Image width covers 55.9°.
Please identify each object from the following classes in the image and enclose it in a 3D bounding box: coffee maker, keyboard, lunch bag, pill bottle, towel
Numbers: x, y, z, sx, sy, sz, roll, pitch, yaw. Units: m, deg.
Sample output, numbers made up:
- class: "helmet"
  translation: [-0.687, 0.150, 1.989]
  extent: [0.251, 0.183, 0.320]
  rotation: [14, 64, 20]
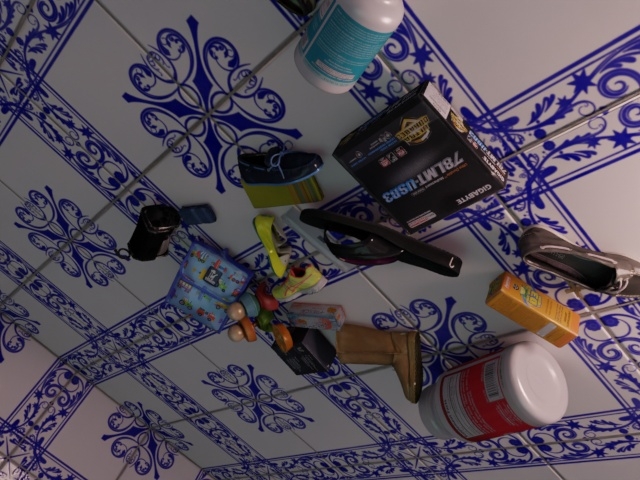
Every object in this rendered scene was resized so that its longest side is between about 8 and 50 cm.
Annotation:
- class: "coffee maker"
  translation: [-0.539, -0.016, 1.904]
  extent: [0.120, 0.171, 0.178]
  rotation: [44, 137, 8]
- class: "keyboard"
  translation: [0.000, 0.000, 1.741]
  extent: [0.256, 0.014, 0.072]
  rotation: [40, 132, -12]
- class: "lunch bag"
  translation: [-0.354, 0.130, 2.002]
  extent: [0.221, 0.138, 0.293]
  rotation: [31, 126, 0]
- class: "pill bottle"
  translation: [0.065, -0.424, 1.183]
  extent: [0.146, 0.146, 0.264]
  rotation: [36, 139, -8]
- class: "towel"
  translation: [-0.377, -0.079, 1.857]
  extent: [0.119, 0.029, 0.067]
  rotation: [-5, 128, 32]
- class: "towel"
  translation: [-0.107, -0.142, 1.655]
  extent: [0.237, 0.021, 0.102]
  rotation: [-4, 123, 33]
- class: "pill bottle"
  translation: [0.483, 0.457, 1.757]
  extent: [0.229, 0.229, 0.408]
  rotation: [40, 138, -12]

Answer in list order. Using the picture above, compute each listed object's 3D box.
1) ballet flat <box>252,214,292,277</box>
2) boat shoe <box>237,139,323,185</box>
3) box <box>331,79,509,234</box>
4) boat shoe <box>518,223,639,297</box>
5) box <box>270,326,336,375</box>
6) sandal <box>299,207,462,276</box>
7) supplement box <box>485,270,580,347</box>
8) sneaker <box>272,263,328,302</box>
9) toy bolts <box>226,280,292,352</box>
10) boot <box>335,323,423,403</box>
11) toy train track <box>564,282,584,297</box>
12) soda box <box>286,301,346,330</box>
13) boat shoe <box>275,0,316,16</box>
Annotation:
- class: "ballet flat"
  translation: [-0.129, 0.018, 1.787]
  extent: [0.077, 0.077, 0.231]
  rotation: [-10, 125, 15]
- class: "boat shoe"
  translation: [-0.117, -0.194, 1.544]
  extent: [0.258, 0.109, 0.089]
  rotation: [-6, 124, 31]
- class: "box"
  translation: [0.226, -0.178, 1.396]
  extent: [0.293, 0.073, 0.295]
  rotation: [45, 137, -16]
- class: "boat shoe"
  translation: [0.618, 0.071, 1.398]
  extent: [0.335, 0.095, 0.112]
  rotation: [23, 133, 7]
- class: "box"
  translation: [-0.056, 0.376, 2.079]
  extent: [0.158, 0.093, 0.156]
  rotation: [-17, 122, 40]
- class: "sandal"
  translation: [0.142, 0.023, 1.566]
  extent: [0.446, 0.107, 0.167]
  rotation: [20, 169, 10]
- class: "supplement box"
  translation: [0.548, 0.179, 1.561]
  extent: [0.233, 0.078, 0.080]
  rotation: [29, 138, -1]
- class: "sneaker"
  translation: [-0.077, 0.123, 1.862]
  extent: [0.208, 0.081, 0.094]
  rotation: [-22, 111, 34]
- class: "toy bolts"
  translation: [-0.212, 0.274, 1.966]
  extent: [0.218, 0.158, 0.228]
  rotation: [44, 149, 43]
- class: "boot"
  translation: [0.185, 0.384, 1.909]
  extent: [0.269, 0.089, 0.236]
  rotation: [-2, 89, 28]
- class: "toy train track"
  translation: [0.647, 0.114, 1.491]
  extent: [0.083, 0.014, 0.048]
  rotation: [-22, 111, 35]
- class: "soda box"
  translation: [-0.014, 0.245, 1.948]
  extent: [0.183, 0.063, 0.058]
  rotation: [1, 130, 29]
- class: "boat shoe"
  translation: [-0.080, -0.518, 1.243]
  extent: [0.152, 0.049, 0.056]
  rotation: [32, 139, -2]
